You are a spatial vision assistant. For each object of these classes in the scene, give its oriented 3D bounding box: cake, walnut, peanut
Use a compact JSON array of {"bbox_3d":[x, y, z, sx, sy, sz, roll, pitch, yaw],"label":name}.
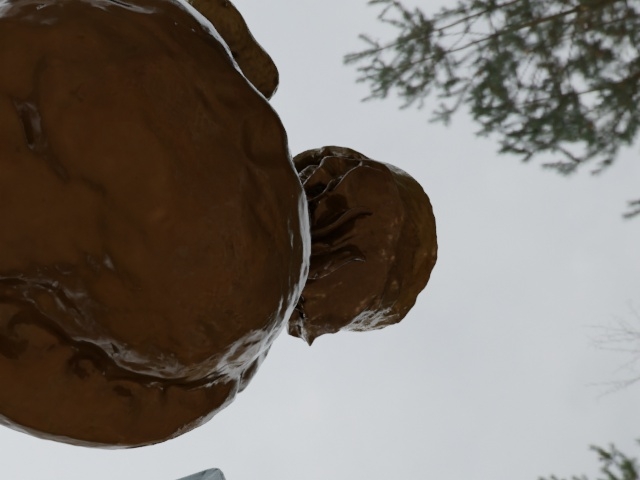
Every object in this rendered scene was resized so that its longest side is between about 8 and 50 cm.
[{"bbox_3d":[-0.016,-0.006,1.198,0.321,0.332,0.332,12,-100,-51],"label":"cake"},{"bbox_3d":[-0.186,-0.030,0.616,0.383,0.383,0.383,2,-94,-39],"label":"walnut"},{"bbox_3d":[-0.134,-0.282,1.096,0.099,0.099,0.214,-64,-32,-22],"label":"peanut"}]

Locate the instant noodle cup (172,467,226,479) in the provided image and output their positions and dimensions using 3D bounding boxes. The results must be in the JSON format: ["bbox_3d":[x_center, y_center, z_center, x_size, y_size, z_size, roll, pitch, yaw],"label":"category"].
[{"bbox_3d":[-0.178,0.382,1.023,0.157,0.179,0.070,-14,-80,-14],"label":"instant noodle cup"}]
